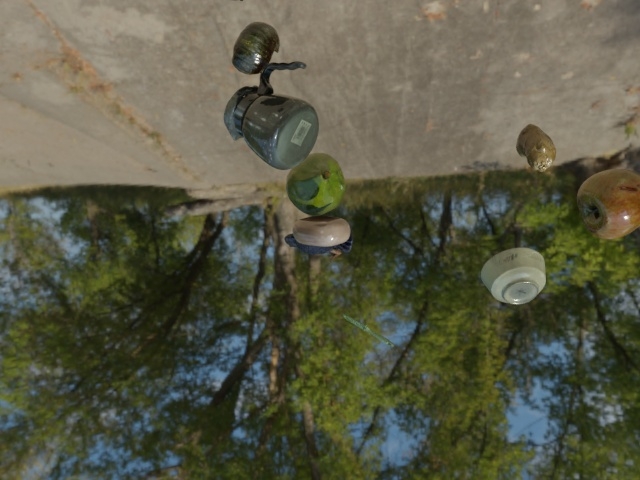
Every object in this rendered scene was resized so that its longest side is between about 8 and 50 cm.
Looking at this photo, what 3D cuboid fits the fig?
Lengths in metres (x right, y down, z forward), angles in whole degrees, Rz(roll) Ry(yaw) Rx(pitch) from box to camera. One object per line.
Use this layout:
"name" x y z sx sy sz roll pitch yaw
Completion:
"fig" 0.007 -0.223 2.299 0.233 0.233 0.314 -11 162 -32

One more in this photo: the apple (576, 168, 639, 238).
"apple" 1.099 -0.141 2.369 0.265 0.264 0.264 -4 -169 1

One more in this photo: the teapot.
"teapot" -0.168 -0.402 1.972 0.285 0.305 0.223 30 -141 30

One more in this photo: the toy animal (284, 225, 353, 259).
"toy animal" 0.000 0.000 2.272 0.186 0.122 0.298 20 169 -28

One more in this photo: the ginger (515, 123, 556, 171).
"ginger" 0.525 -0.229 1.562 0.069 0.095 0.190 13 -151 -8

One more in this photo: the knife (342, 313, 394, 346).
"knife" 0.145 0.273 1.950 0.207 0.030 0.014 27 -121 38

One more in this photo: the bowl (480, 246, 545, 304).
"bowl" 0.715 0.146 2.324 0.238 0.237 0.126 -4 -135 1

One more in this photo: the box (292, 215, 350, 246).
"box" 0.002 -0.031 2.070 0.146 0.088 0.200 -13 -167 -41

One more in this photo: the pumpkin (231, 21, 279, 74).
"pumpkin" -0.192 -0.602 1.945 0.119 0.183 0.107 28 150 -3
